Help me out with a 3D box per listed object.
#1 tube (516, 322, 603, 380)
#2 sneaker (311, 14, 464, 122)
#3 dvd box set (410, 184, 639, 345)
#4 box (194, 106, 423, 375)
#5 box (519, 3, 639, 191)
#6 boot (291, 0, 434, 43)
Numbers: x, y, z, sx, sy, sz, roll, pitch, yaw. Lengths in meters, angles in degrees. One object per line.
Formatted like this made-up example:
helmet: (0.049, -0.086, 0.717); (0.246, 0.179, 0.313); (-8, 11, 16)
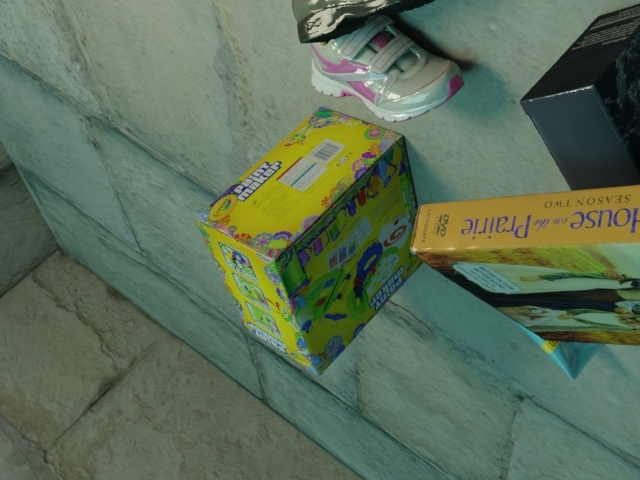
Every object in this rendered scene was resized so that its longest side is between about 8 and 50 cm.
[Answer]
tube: (0.323, 0.112, 1.246); (0.207, 0.080, 0.052); (43, 161, 13)
sneaker: (0.069, -0.234, 1.064); (0.252, 0.103, 0.111); (23, 149, 38)
dvd box set: (0.344, 0.037, 0.807); (0.420, 0.062, 0.307); (-3, 156, 43)
box: (0.000, 0.000, 1.307); (0.177, 0.290, 0.279); (25, 148, 36)
box: (0.302, -0.124, 0.808); (0.156, 0.158, 0.093); (54, 154, -19)
boot: (0.047, -0.336, 0.953); (0.246, 0.083, 0.161); (-11, 97, 36)
